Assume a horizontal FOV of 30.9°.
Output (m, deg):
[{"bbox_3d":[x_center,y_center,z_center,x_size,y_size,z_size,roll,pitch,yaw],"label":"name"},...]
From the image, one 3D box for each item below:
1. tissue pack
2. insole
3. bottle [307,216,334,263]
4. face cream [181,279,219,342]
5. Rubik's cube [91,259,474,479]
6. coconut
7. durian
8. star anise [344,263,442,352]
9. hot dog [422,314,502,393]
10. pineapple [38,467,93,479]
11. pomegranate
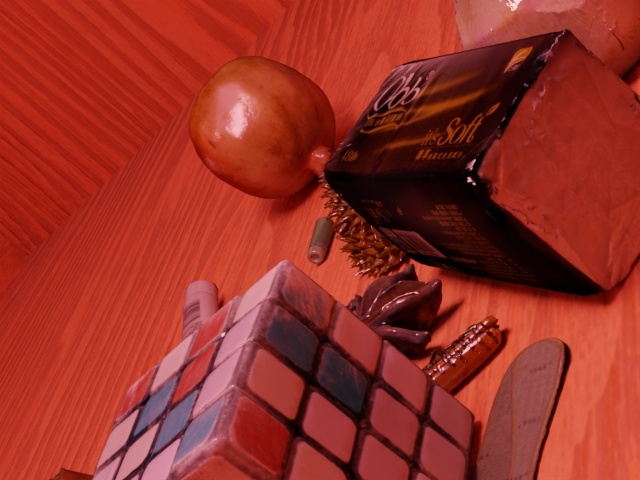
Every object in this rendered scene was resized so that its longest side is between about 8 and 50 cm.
[{"bbox_3d":[0.176,-0.072,1.214,0.198,0.210,0.370,-59,21,-9],"label":"tissue pack"},{"bbox_3d":[0.153,0.219,0.993,0.119,0.009,0.348,-31,26,46],"label":"insole"},{"bbox_3d":[0.000,0.000,1.741,0.030,0.030,0.083,-36,23,35],"label":"bottle"},{"bbox_3d":[-0.192,0.148,1.867,0.092,0.058,0.244,-37,27,17],"label":"face cream"},{"bbox_3d":[-0.042,0.223,1.036,0.253,0.256,0.259,-40,19,33],"label":"Rubik's cube"},{"bbox_3d":[0.264,-0.284,1.370,0.227,0.230,0.227,-44,18,18],"label":"coconut"},{"bbox_3d":[0.072,-0.047,1.565,0.139,0.144,0.252,-27,14,-1],"label":"durian"},{"bbox_3d":[0.055,0.111,1.330,0.212,0.073,0.197,-45,22,4],"label":"star anise"},{"bbox_3d":[0.137,0.121,1.179,0.122,0.037,0.049,-47,22,14],"label":"hot dog"},{"bbox_3d":[-0.360,0.450,1.554,0.279,0.157,0.158,-59,17,10],"label":"pineapple"},{"bbox_3d":[-0.083,-0.182,1.981,0.270,0.252,0.229,35,97,29],"label":"pomegranate"}]
